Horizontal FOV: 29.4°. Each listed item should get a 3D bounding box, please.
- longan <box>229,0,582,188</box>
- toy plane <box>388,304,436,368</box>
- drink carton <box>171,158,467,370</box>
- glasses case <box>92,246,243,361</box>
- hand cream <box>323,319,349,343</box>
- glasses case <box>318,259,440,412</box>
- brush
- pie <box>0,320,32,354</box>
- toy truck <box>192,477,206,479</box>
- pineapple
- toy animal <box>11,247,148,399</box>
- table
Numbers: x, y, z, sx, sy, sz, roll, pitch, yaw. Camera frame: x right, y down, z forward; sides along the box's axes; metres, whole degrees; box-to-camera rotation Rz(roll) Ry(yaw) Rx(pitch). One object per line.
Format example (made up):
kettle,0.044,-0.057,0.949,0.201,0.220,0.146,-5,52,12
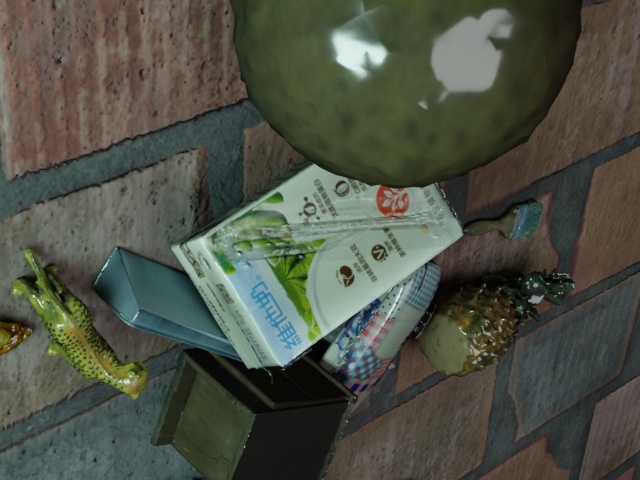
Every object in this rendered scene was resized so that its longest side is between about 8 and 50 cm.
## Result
longan,0.087,-0.248,1.333,0.391,0.391,0.391,-27,135,-31
toy plane,0.116,0.136,1.899,0.078,0.053,0.197,9,116,-54
drink carton,0.001,0.000,1.574,0.324,0.132,0.194,-35,97,-25
glasses case,-0.175,0.097,1.565,0.056,0.105,0.266,-36,147,20
hand cream,0.026,0.096,1.803,0.121,0.076,0.336,-51,149,3
glasses case,0.068,0.158,1.807,0.327,0.076,0.125,-57,158,16
brush,0.301,-0.028,2.030,0.196,0.021,0.070,-10,123,-42
pie,-0.406,0.107,1.363,0.088,0.033,0.191,-50,142,3
toy truck,-0.109,0.438,1.785,0.177,0.213,0.161,-20,132,-43
pineapple,0.306,0.117,2.041,0.310,0.141,0.170,-23,169,-40
toy animal,-0.279,0.099,1.406,0.073,0.136,0.181,-39,139,-19
table,-0.092,0.246,1.692,0.193,0.169,0.172,1,117,-46
